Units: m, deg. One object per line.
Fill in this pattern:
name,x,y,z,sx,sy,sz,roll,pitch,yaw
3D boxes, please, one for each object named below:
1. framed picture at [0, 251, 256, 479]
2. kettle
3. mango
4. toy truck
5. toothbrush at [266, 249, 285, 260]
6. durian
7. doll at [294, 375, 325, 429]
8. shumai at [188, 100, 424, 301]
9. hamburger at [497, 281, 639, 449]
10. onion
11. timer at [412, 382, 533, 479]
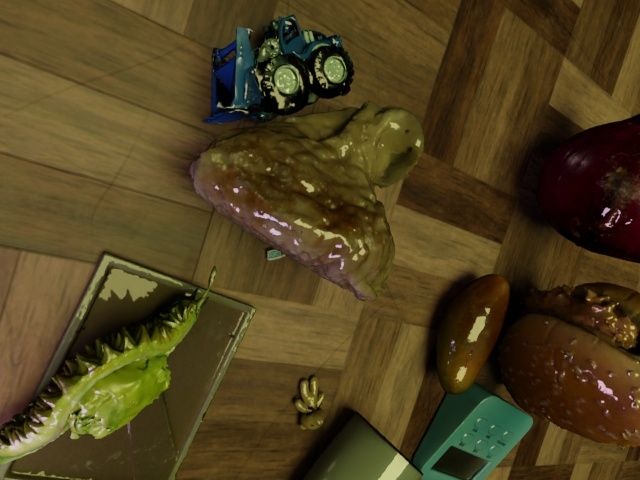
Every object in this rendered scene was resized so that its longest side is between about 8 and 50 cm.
framed picture,-0.270,0.212,0.665,0.247,0.022,0.334,26,88,-31
kettle,0.058,0.476,0.850,0.236,0.161,0.221,-47,150,-12
mango,0.308,0.189,0.944,0.133,0.111,0.267,27,85,-48
toy truck,-0.068,-0.235,0.628,0.208,0.113,0.126,-29,110,-25
toothbrush,0.000,0.000,0.779,0.204,0.017,0.022,-17,128,-26
durian,-0.270,0.174,0.585,0.375,0.107,0.132,-36,121,-14
doll,-0.021,0.300,0.829,0.062,0.051,0.093,-9,76,-28
shumai,0.006,-0.097,0.613,0.314,0.267,0.262,33,83,-34
hamburger,0.546,0.227,0.953,0.268,0.445,0.286,-26,92,-14
onion,0.640,-0.145,0.912,0.348,0.348,0.384,0,117,-30
timer,0.352,0.469,1.049,0.232,0.091,0.249,32,88,-32
